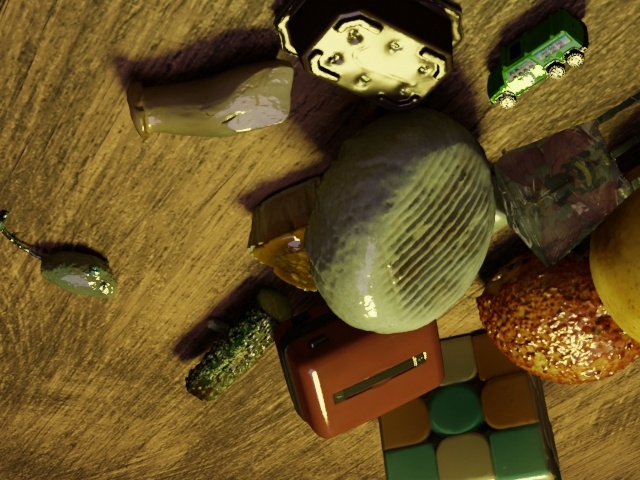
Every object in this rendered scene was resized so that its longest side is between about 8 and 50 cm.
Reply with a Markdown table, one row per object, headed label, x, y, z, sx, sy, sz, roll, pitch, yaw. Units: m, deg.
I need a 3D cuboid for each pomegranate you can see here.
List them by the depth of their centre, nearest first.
| label | x | y | z | sx | sy | sz | roll | pitch | yaw |
| --- | --- | --- | --- | --- | --- | --- | --- | --- | --- |
| pomegranate | 0.643 | 0.030 | 1.620 | 0.416 | 0.417 | 0.417 | -4 | 147 | -2 |

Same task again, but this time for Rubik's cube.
| label | x | y | z | sx | sy | sz | roll | pitch | yaw |
| --- | --- | --- | --- | --- | --- | --- | --- | --- | --- |
| Rubik's cube | 0.331 | 0.433 | 2.236 | 0.344 | 0.346 | 0.347 | -12 | 146 | 12 |

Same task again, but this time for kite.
| label | x | y | z | sx | sy | sz | roll | pitch | yaw |
| --- | --- | --- | --- | --- | --- | --- | --- | --- | --- |
| kite | 0.436 | -0.119 | 1.565 | 0.360 | 0.204 | 0.022 | -33 | 158 | 27 |

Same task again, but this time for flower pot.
| label | x | y | z | sx | sy | sz | roll | pitch | yaw |
| --- | --- | --- | --- | --- | --- | --- | --- | --- | --- |
| flower pot | 0.073 | -0.259 | 1.364 | 0.251 | 0.084 | 0.179 | 18 | 136 | -32 |

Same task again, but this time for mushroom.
| label | x | y | z | sx | sy | sz | roll | pitch | yaw |
| --- | --- | --- | --- | --- | --- | --- | --- | --- | --- |
| mushroom | -0.150 | -0.193 | 1.441 | 0.247 | 0.096 | 0.108 | -7 | 172 | 9 |

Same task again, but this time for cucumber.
| label | x | y | z | sx | sy | sz | roll | pitch | yaw |
| --- | --- | --- | --- | --- | --- | --- | --- | --- | --- |
| cucumber | -0.180 | 0.225 | 2.038 | 0.096 | 0.096 | 0.359 | 17 | 134 | -30 |

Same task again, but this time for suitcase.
| label | x | y | z | sx | sy | sz | roll | pitch | yaw |
| --- | --- | --- | --- | --- | --- | --- | --- | --- | --- |
| suitcase | 0.076 | 0.217 | 1.922 | 0.297 | 0.161 | 0.236 | -24 | 126 | -15 |

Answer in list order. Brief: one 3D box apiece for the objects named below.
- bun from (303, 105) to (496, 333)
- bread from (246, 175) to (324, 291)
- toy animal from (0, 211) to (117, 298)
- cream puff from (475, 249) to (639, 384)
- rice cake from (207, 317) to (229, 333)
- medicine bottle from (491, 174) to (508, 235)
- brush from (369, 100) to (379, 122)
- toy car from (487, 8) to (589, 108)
| label | x | y | z | sx | sy | sz | roll | pitch | yaw |
| --- | --- | --- | --- | --- | --- | --- | --- | --- | --- |
| bun | 0.115 | -0.036 | 1.543 | 0.362 | 0.211 | 0.362 | -29 | 135 | -33 |
| bread | -0.001 | 0.000 | 1.740 | 0.192 | 0.110 | 0.210 | -21 | 144 | 24 |
| toy animal | -0.465 | 0.031 | 1.779 | 0.253 | 0.070 | 0.079 | 34 | 97 | -28 |
| cream puff | 0.466 | 0.152 | 1.899 | 0.350 | 0.229 | 0.350 | 2 | 163 | 1 |
| rice cake | -0.181 | 0.184 | 2.079 | 0.022 | 0.021 | 0.121 | -34 | 139 | 30 |
| medicine bottle | 0.241 | -0.023 | 1.754 | 0.090 | 0.090 | 0.216 | 16 | 142 | -29 |
| brush | 0.081 | -0.203 | 1.522 | 0.021 | 0.019 | 0.083 | -16 | 145 | -1 |
| toy car | 0.297 | -0.254 | 1.430 | 0.062 | 0.071 | 0.165 | 37 | 130 | -27 |
